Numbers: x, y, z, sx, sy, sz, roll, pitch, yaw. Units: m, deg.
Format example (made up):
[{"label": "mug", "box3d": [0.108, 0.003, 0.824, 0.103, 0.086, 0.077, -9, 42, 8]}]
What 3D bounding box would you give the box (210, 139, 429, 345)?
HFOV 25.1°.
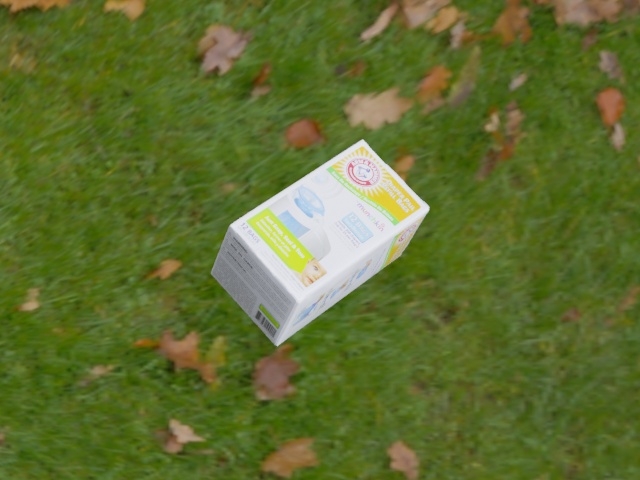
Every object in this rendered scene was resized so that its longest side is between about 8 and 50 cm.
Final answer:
[{"label": "box", "box3d": [0.000, 0.000, 1.541, 0.203, 0.103, 0.114, -34, 74, -31]}]
